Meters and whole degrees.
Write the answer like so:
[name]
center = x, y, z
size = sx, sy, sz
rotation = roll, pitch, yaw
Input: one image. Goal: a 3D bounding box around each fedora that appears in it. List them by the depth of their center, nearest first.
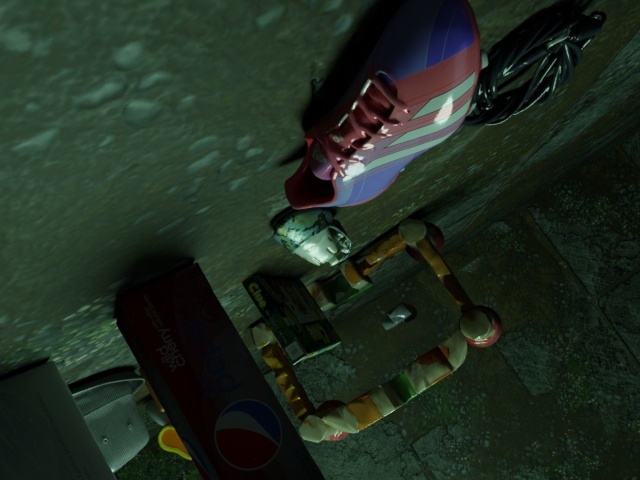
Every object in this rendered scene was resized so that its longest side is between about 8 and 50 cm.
[fedora]
center = -0.353, 0.298, 0.899
size = 0.244, 0.124, 0.275
rotation = -38, 168, 20

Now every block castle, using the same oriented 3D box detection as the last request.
[block castle]
center = 0.113, 0.189, 1.291
size = 0.453, 0.303, 0.213
rotation = -35, 162, 9

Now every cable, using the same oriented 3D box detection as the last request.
[cable]
center = 0.211, -0.168, 0.673
size = 0.151, 0.047, 0.184
rotation = -28, 169, -25

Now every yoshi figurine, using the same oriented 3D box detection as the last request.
[yoshi figurine]
center = -0.250, 0.394, 1.450
size = 0.204, 0.203, 0.362
rotation = -39, 173, -7

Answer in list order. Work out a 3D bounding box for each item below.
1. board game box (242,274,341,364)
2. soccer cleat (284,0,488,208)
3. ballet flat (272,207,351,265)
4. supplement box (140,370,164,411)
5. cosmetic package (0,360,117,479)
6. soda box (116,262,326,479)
[board game box]
center = -0.036, 0.118, 0.985
size = 0.030, 0.136, 0.260
rotation = -33, 170, 8
[soccer cleat]
center = 0.037, -0.086, 0.466
size = 0.095, 0.083, 0.248
rotation = -24, 169, -19
[ballet flat]
center = 0.000, 0.000, 0.761
size = 0.070, 0.070, 0.188
rotation = -36, 169, 13
[supplement box]
center = -0.204, 0.184, 0.948
size = 0.080, 0.078, 0.233
rotation = -26, 168, -32
[cosmetic package]
center = -0.326, 0.271, 0.595
size = 0.225, 0.224, 0.138
rotation = -20, 164, -50
[soda box]
center = -0.105, 0.162, 0.636
size = 0.092, 0.263, 0.083
rotation = -27, 168, -27
